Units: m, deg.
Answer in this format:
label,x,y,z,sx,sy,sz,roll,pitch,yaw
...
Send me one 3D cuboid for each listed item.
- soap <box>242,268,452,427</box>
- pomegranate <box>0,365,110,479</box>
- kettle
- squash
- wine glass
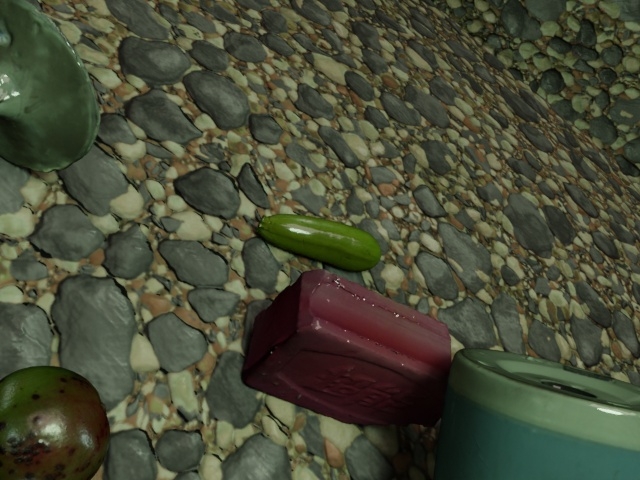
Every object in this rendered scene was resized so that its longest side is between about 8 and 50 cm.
label,x,y,z,sx,sy,sz,roll,pitch,yaw
soap,0.051,0.141,0.828,0.249,0.162,0.099,24,42,-20
pomegranate,-0.247,0.173,0.591,0.130,0.130,0.130,23,42,-22
kettle,0.252,0.314,0.747,0.247,0.342,0.319,12,2,38
squash,0.000,0.000,1.003,0.201,0.066,0.066,15,45,-21
wine glass,-0.404,-0.080,0.609,0.267,0.267,0.406,39,33,-3
